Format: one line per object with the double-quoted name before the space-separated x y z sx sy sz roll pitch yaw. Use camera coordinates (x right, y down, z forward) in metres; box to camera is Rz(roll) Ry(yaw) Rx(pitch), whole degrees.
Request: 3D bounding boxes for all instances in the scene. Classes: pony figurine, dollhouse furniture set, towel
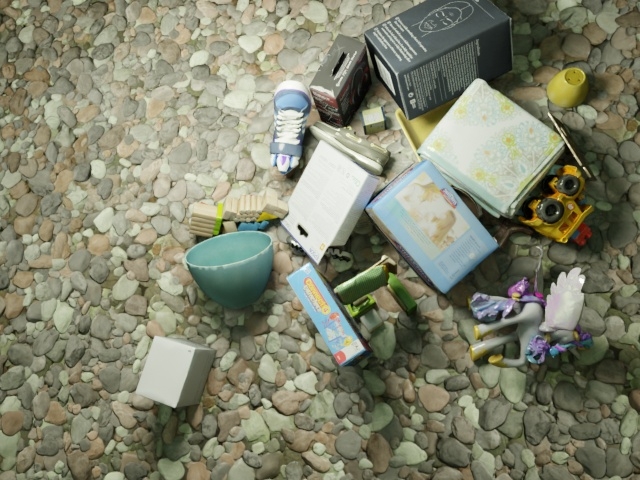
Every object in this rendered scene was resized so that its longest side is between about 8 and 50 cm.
"pony figurine" 0.636 0.224 1.619 0.363 0.303 0.351 -8 108 5
"dollhouse furniture set" 0.178 0.185 1.662 0.197 0.301 0.151 -34 71 -2
"towel" 0.551 -0.292 1.734 0.374 0.090 0.320 40 87 9

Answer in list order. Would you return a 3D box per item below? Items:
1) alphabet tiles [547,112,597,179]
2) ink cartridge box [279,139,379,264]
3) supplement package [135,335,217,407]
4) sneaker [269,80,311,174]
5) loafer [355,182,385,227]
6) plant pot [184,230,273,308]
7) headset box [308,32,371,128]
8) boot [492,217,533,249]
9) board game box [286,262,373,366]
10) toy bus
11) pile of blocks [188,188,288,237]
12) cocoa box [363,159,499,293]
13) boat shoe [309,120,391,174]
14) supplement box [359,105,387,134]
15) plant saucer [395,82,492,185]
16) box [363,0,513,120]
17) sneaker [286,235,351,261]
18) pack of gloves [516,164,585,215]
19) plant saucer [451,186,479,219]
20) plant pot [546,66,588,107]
"alphabet tiles" 0.816 -0.297 1.726 0.009 0.198 0.237 -33 72 31
"ink cartridge box" 0.018 -0.128 1.779 0.330 0.071 0.324 -62 38 16
"supplement package" -0.470 0.430 1.771 0.149 0.203 0.194 15 80 13
"sneaker" -0.105 -0.359 1.828 0.130 0.323 0.236 5 70 -7
"loafer" 0.221 -0.140 1.835 0.319 0.112 0.111 -23 67 -2
"plant pot" -0.287 0.112 1.798 0.290 0.290 0.195 -6 111 8
"headset box" 0.073 -0.544 1.851 0.110 0.293 0.218 26 82 15
"boot" 0.625 -0.008 1.766 0.106 0.037 0.114 32 81 28
"board game box" 0.037 0.240 1.675 0.086 0.302 0.308 -33 75 1
"toy bus" 0.777 -0.095 1.691 0.211 0.149 0.220 36 95 -3
"pile of blocks" -0.293 -0.099 1.921 0.362 0.149 0.113 -7 44 1
"cocoa box" 0.331 -0.045 1.671 0.231 0.228 0.347 -41 96 -1
"boat shoe" 0.104 -0.344 1.899 0.305 0.109 0.091 32 84 9
"supplement box" 0.189 -0.426 1.912 0.083 0.083 0.056 -13 75 6
"plant saucer" 0.474 -0.366 1.852 0.332 0.081 0.333 -25 75 4
"box" 0.394 -0.643 1.813 0.395 0.212 0.294 -26 50 4
"sneaker" 0.000 0.000 1.855 0.234 0.078 0.106 12 77 8
"pack of gloves" 0.743 -0.160 1.787 0.232 0.046 0.195 18 95 13
"plant saucer" 0.450 -0.113 1.766 0.168 0.168 0.029 38 61 15
"plant pot" 0.847 -0.531 1.816 0.134 0.095 0.134 -2 76 9
